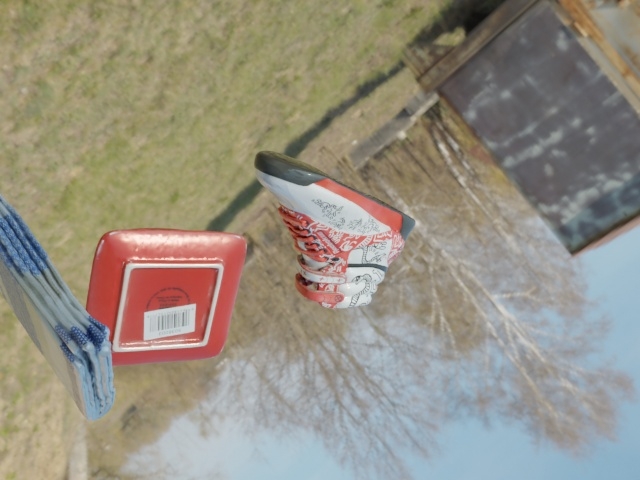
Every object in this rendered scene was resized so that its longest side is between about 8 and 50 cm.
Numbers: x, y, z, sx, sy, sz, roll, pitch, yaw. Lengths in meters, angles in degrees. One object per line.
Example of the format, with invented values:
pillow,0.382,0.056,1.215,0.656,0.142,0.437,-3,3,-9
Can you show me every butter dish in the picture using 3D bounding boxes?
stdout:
butter dish,-0.179,0.043,0.797,0.160,0.118,0.159,1,116,-32

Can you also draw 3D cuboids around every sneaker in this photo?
sneaker,0.001,0.001,0.860,0.270,0.090,0.145,21,99,-51

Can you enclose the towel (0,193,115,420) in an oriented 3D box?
towel,-0.258,0.014,0.617,0.034,0.285,0.209,-33,165,-26
